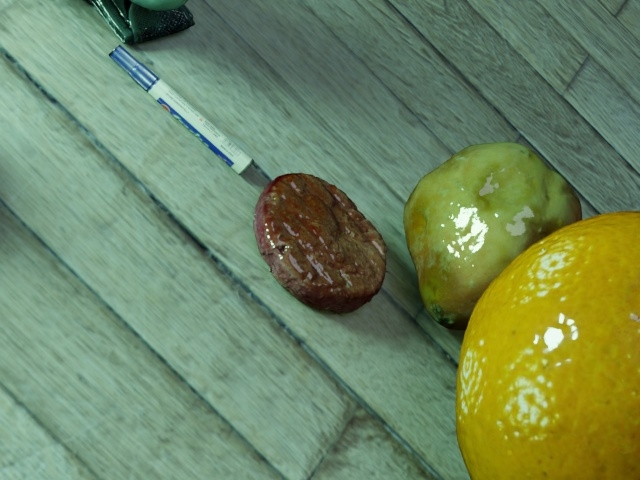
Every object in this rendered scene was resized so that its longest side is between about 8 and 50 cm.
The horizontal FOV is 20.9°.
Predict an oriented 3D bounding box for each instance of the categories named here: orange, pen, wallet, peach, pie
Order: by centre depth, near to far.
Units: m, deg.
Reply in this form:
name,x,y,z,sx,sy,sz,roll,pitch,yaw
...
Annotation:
name,x,y,z,sx,sy,sz,roll,pitch,yaw
orange,0.315,0.176,1.857,0.424,0.326,0.424,9,79,-60
pen,-0.159,-0.148,1.971,0.204,0.025,0.025,41,36,-7
pie,0.000,0.000,1.972,0.182,0.049,0.182,25,43,-26
wallet,-0.208,-0.275,2.036,0.088,0.026,0.129,53,37,9
peach,0.195,0.001,2.062,0.214,0.214,0.235,39,54,-11

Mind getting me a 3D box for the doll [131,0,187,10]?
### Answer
name,x,y,z,sx,sy,sz,roll,pitch,yaw
doll,-0.253,-0.370,1.947,0.261,0.161,0.177,20,50,-18
